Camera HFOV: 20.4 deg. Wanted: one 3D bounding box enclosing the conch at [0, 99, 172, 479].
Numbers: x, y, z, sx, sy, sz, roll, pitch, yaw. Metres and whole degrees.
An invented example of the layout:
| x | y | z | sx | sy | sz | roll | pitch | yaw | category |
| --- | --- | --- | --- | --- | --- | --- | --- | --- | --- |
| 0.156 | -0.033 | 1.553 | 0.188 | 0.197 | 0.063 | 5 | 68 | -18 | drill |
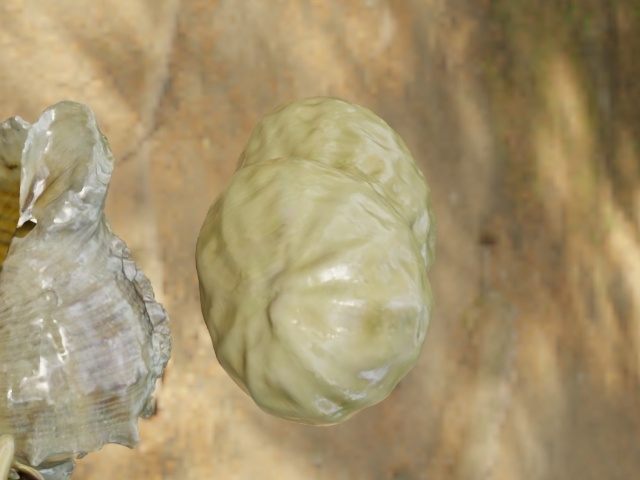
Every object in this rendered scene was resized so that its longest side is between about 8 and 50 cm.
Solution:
| x | y | z | sx | sy | sz | roll | pitch | yaw | category |
| --- | --- | --- | --- | --- | --- | --- | --- | --- | --- |
| -0.172 | 0.039 | 1.036 | 0.163 | 0.178 | 0.245 | 2 | 95 | -74 | conch |

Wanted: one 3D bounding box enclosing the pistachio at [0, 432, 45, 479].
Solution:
| x | y | z | sx | sy | sz | roll | pitch | yaw | category |
| --- | --- | --- | --- | --- | --- | --- | --- | --- | --- |
| -0.163 | 0.192 | 0.716 | 0.229 | 0.157 | 0.157 | -56 | 150 | -6 | pistachio |

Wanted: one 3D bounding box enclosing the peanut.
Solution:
| x | y | z | sx | sy | sz | roll | pitch | yaw | category |
| --- | --- | --- | --- | --- | --- | --- | --- | --- | --- |
| 0.000 | 0.000 | 0.624 | 0.187 | 0.082 | 0.082 | -73 | 156 | -68 | peanut |
